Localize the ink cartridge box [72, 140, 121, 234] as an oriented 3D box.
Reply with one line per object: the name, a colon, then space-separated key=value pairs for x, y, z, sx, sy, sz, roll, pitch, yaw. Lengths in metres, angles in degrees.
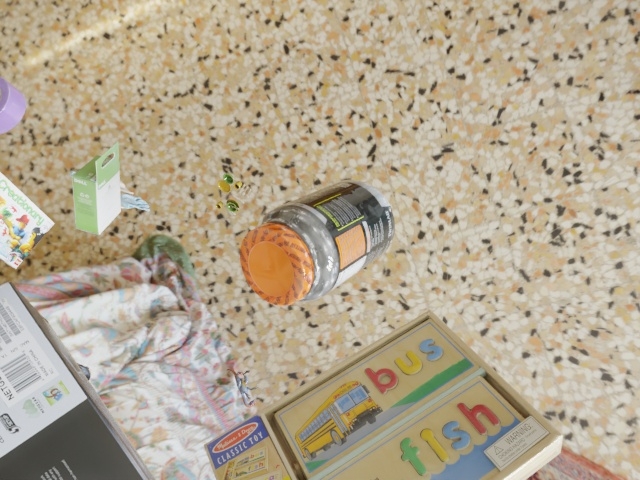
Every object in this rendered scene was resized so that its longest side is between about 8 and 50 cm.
ink cartridge box: x=-0.532 y=-0.131 z=1.191 sx=0.062 sy=0.109 sz=0.209 roll=17 pitch=127 yaw=0

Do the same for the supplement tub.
supplement tub: x=0.000 y=0.000 z=1.078 sx=0.207 sy=0.338 sz=0.207 roll=15 pitch=116 yaw=32

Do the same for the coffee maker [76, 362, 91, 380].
coffee maker: x=-0.823 y=0.430 z=1.546 sx=0.178 sy=0.120 sz=0.171 roll=21 pitch=81 yaw=36

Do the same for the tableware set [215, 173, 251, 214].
tableware set: x=-0.287 y=-0.142 z=1.567 sx=0.104 sy=0.024 sz=0.154 roll=38 pitch=137 yaw=-6

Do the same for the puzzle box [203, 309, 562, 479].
puzzle box: x=0.070 y=0.282 z=0.681 sx=0.409 sy=0.052 sz=0.272 roll=-28 pitch=40 yaw=-14

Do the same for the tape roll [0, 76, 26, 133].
tape roll: x=-1.129 y=-0.467 z=1.725 sx=0.189 sy=0.080 sz=0.188 roll=-3 pitch=73 yaw=11

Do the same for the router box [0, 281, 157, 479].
router box: x=-0.194 y=0.199 z=0.419 sx=0.081 sy=0.243 sz=0.308 roll=-34 pitch=90 yaw=-27

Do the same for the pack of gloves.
pack of gloves: x=-0.651 y=-0.166 z=1.576 sx=0.195 sy=0.232 sz=0.046 roll=36 pitch=101 yaw=18

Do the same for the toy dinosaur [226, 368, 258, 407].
toy dinosaur: x=-0.178 y=0.349 z=1.179 sx=0.090 sy=0.047 sz=0.082 roll=3 pitch=92 yaw=41

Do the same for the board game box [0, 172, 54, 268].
board game box: x=-0.987 y=-0.068 z=1.543 sx=0.053 sy=0.305 sz=0.193 roll=20 pitch=64 yaw=19
